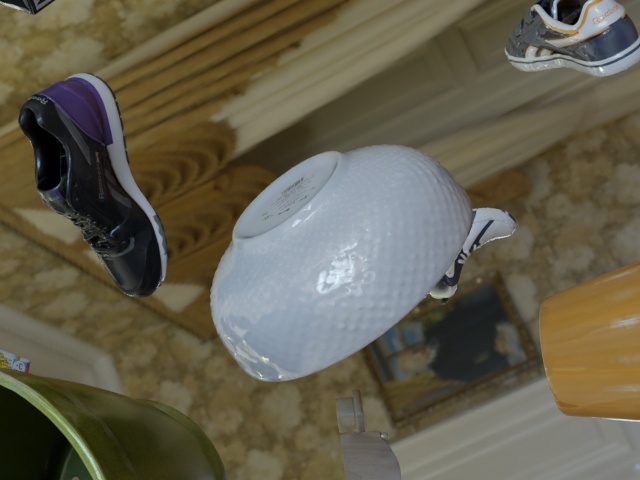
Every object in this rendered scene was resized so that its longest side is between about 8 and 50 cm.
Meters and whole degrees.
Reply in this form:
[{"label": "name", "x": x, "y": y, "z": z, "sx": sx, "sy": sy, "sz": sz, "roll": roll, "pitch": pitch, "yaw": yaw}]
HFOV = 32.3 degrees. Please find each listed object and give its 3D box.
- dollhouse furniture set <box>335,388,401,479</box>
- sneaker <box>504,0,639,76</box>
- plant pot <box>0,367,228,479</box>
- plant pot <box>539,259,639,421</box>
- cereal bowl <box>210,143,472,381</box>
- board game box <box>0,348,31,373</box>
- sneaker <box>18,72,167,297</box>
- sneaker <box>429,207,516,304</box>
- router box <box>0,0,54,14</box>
[{"label": "dollhouse furniture set", "x": 0.129, "y": 0.413, "z": 1.409, "sx": 0.355, "sy": 0.174, "sz": 0.303, "roll": -97, "pitch": 1, "yaw": -53}, {"label": "sneaker", "x": 0.381, "y": -0.341, "z": 1.736, "sx": 0.127, "sy": 0.126, "sz": 0.321, "roll": 59, "pitch": 167, "yaw": -20}, {"label": "plant pot", "x": -0.267, "y": 0.292, "z": 1.118, "sx": 0.366, "sy": 0.366, "sz": 0.353, "roll": 65, "pitch": -163, "yaw": 10}, {"label": "plant pot", "x": 0.335, "y": 0.106, "z": 1.149, "sx": 0.205, "sy": 0.188, "sz": 0.205, "roll": -12, "pitch": -90, "yaw": -68}, {"label": "cereal bowl", "x": 0.000, "y": 0.000, "z": 1.296, "sx": 0.141, "sy": 0.339, "sz": 0.339, "roll": 50, "pitch": -167, "yaw": -20}, {"label": "board game box", "x": -0.540, "y": 0.294, "z": 1.600, "sx": 0.142, "sy": 0.144, "sz": 0.275, "roll": 29, "pitch": -128, "yaw": -35}, {"label": "sneaker", "x": -0.283, "y": -0.047, "z": 1.320, "sx": 0.124, "sy": 0.107, "sz": 0.283, "roll": -40, "pitch": -64, "yaw": -53}, {"label": "sneaker", "x": 0.227, "y": 0.031, "z": 1.857, "sx": 0.094, "sy": 0.235, "sz": 0.153, "roll": 150, "pitch": 115, "yaw": -63}, {"label": "router box", "x": -0.477, "y": -0.439, "z": 1.403, "sx": 0.309, "sy": 0.081, "sz": 0.243, "roll": 21, "pitch": 141, "yaw": 28}]
